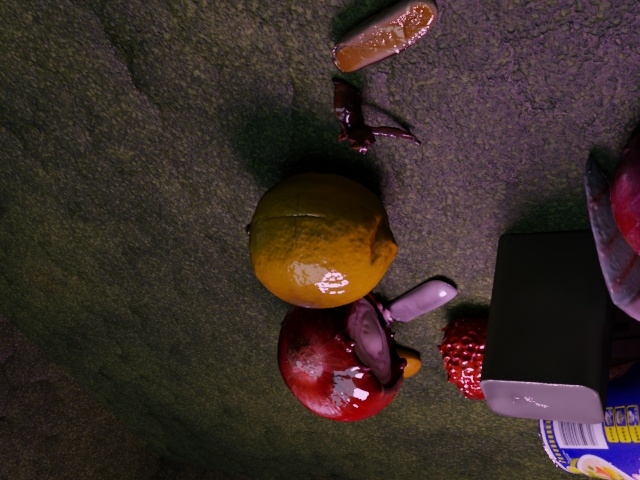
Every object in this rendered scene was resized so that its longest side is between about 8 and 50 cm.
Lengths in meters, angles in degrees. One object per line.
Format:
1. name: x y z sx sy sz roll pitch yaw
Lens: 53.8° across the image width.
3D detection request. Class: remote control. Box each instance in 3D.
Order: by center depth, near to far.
1. remote control: 0.247 0.157 1.553 0.073 0.044 0.229 31 143 -16

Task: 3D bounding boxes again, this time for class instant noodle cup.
1. instant noodle cup: 0.594 0.347 1.189 0.284 0.284 0.312 34 150 -16

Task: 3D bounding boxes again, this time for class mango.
1. mango: 0.150 0.340 1.782 0.262 0.108 0.157 16 139 6

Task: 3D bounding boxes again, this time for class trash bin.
1. trash bin: 0.435 0.155 1.204 0.223 0.343 0.158 -2 135 31

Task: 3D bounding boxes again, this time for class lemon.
1. lemon: 0.001 0.000 1.291 0.297 0.297 0.297 14 143 11

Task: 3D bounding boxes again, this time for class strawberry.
1. strawberry: 0.419 0.261 1.512 0.244 0.205 0.205 -32 121 23

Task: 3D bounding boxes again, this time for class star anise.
1. star anise: 0.100 -0.212 1.146 0.144 0.158 0.140 -20 146 0

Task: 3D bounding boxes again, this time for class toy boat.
1. toy boat: 0.518 -0.009 1.097 0.096 0.206 0.282 -10 119 51

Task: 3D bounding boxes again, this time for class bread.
1. bread: 0.103 -0.329 1.006 0.214 0.053 0.073 -18 124 45

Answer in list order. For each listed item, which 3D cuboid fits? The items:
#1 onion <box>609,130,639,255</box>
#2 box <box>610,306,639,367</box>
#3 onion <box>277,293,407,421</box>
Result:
1. onion: 0.582 -0.050 0.967 0.256 0.230 0.272 5 148 23
2. box: 0.632 0.246 1.376 0.252 0.153 0.188 -16 127 41
3. onion: 0.040 0.279 1.590 0.342 0.341 0.341 14 143 11
